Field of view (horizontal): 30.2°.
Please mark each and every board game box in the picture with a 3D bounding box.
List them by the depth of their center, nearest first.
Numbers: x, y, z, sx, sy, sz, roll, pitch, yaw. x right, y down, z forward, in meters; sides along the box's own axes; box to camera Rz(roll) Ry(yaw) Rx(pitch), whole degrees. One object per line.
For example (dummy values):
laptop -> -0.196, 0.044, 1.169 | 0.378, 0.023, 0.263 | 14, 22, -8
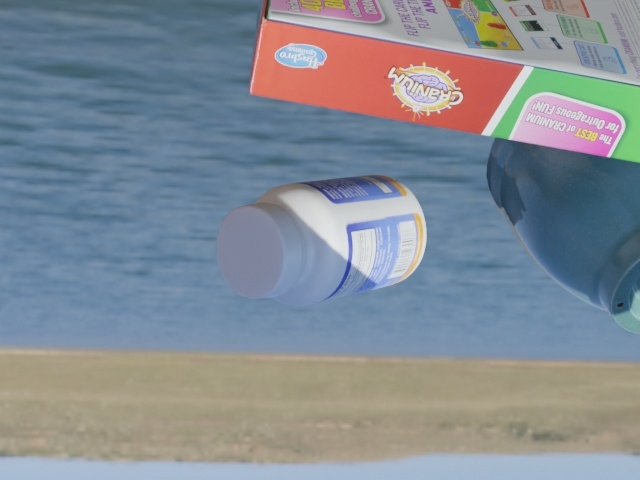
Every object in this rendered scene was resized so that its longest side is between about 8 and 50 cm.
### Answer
board game box -> 0.108, -0.175, 0.949 | 0.316, 0.064, 0.242 | 9, -144, -6

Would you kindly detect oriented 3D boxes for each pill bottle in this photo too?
pill bottle -> 0.000, 0.000, 1.493 | 0.152, 0.152, 0.272 | -3, -176, 40

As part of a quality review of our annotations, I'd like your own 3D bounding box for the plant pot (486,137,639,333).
plant pot -> 0.332, -0.032, 1.170 | 0.293, 0.196, 0.293 | -9, 141, -8
